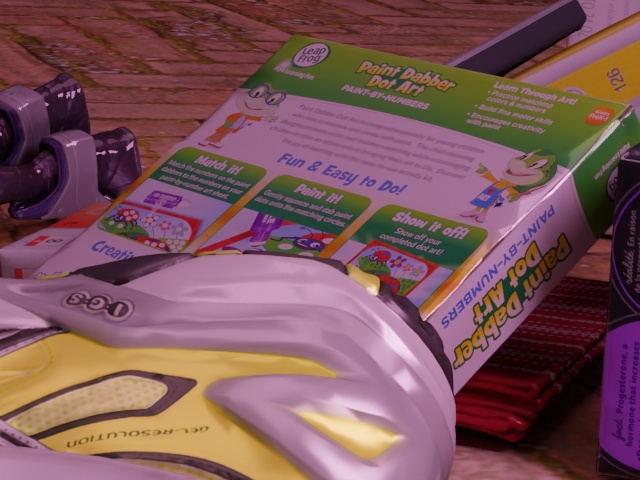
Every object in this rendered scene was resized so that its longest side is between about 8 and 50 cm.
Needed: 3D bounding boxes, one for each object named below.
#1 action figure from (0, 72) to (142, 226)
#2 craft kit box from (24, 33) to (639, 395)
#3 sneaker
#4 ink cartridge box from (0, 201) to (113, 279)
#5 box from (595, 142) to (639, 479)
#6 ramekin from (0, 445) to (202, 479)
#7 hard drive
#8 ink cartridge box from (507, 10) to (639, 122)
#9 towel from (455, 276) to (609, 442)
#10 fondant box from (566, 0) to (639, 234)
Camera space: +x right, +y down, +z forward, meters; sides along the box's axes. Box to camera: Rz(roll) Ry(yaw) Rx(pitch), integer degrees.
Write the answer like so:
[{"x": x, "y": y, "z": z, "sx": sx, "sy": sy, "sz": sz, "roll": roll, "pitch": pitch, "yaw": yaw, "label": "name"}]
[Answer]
[{"x": -0.255, "y": -0.034, "z": 1.249, "sx": 0.285, "sy": 0.099, "sz": 0.185, "roll": -12, "pitch": 28, "yaw": -38, "label": "action figure"}, {"x": 0.000, "y": 0.000, "z": 0.996, "sx": 0.250, "sy": 0.061, "sz": 0.246, "roll": 18, "pitch": 56, "yaw": 44, "label": "craft kit box"}, {"x": -0.146, "y": 0.088, "z": 0.682, "sx": 0.385, "sy": 0.145, "sz": 0.147, "roll": -5, "pitch": 38, "yaw": 8, "label": "sneaker"}, {"x": -0.085, "y": 0.006, "z": 1.171, "sx": 0.179, "sy": 0.045, "sz": 0.145, "roll": -4, "pitch": 11, "yaw": 19, "label": "ink cartridge box"}, {"x": 0.247, "y": 0.020, "z": 0.991, "sx": 0.143, "sy": 0.165, "sz": 0.270, "roll": 8, "pitch": 14, "yaw": 21, "label": "box"}, {"x": -0.097, "y": 0.145, "z": 0.481, "sx": 0.273, "sy": 0.127, "sz": 0.273, "roll": 3, "pitch": 14, "yaw": -1, "label": "ramekin"}, {"x": 0.086, "y": -0.098, "z": 1.156, "sx": 0.135, "sy": 0.022, "sz": 0.094, "roll": -30, "pitch": 0, "yaw": -34, "label": "hard drive"}, {"x": 0.151, "y": -0.084, "z": 1.224, "sx": 0.307, "sy": 0.072, "sz": 0.303, "roll": -24, "pitch": 2, "yaw": 11, "label": "ink cartridge box"}, {"x": 0.068, "y": 0.053, "z": 1.099, "sx": 0.199, "sy": 0.031, "sz": 0.275, "roll": 7, "pitch": 12, "yaw": 22, "label": "towel"}, {"x": 0.343, "y": -0.111, "z": 1.390, "sx": 0.330, "sy": 0.238, "sz": 0.096, "roll": 8, "pitch": 12, "yaw": 17, "label": "fondant box"}]
